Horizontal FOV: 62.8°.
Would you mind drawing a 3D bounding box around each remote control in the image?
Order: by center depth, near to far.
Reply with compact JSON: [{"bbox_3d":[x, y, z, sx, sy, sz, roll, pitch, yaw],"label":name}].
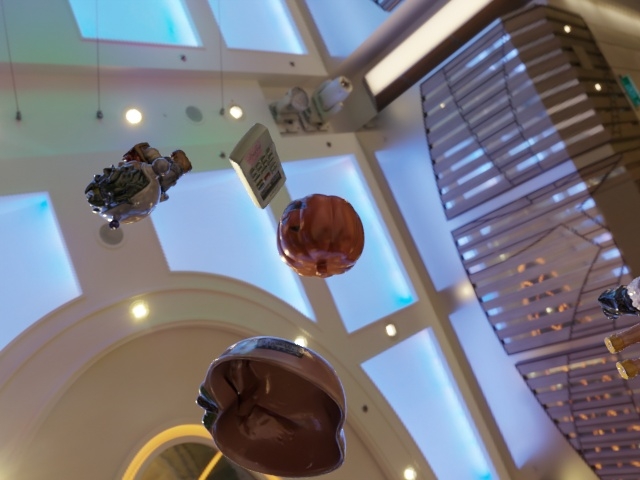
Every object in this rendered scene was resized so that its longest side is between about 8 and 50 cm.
[{"bbox_3d":[-0.186,-0.220,1.617,0.050,0.344,0.145,32,-102,16],"label":"remote control"}]

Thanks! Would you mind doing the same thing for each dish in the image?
[{"bbox_3d":[-0.055,0.207,0.692,0.213,0.213,0.090,46,-150,-12],"label":"dish"}]

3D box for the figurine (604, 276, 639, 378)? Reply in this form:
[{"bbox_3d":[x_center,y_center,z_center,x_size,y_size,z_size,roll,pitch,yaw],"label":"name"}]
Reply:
[{"bbox_3d":[0.499,0.111,0.677,0.116,0.240,0.174,16,-128,-67],"label":"figurine"}]

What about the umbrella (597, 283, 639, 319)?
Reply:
[{"bbox_3d":[0.583,0.098,0.885,0.080,0.224,0.071,-26,-96,-18],"label":"umbrella"}]

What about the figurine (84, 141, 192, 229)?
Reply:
[{"bbox_3d":[-0.520,-0.176,1.521,0.186,0.261,0.382,48,-149,-11],"label":"figurine"}]

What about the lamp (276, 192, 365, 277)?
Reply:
[{"bbox_3d":[0.000,0.000,1.089,0.188,0.187,0.164,20,-129,-32],"label":"lamp"}]
